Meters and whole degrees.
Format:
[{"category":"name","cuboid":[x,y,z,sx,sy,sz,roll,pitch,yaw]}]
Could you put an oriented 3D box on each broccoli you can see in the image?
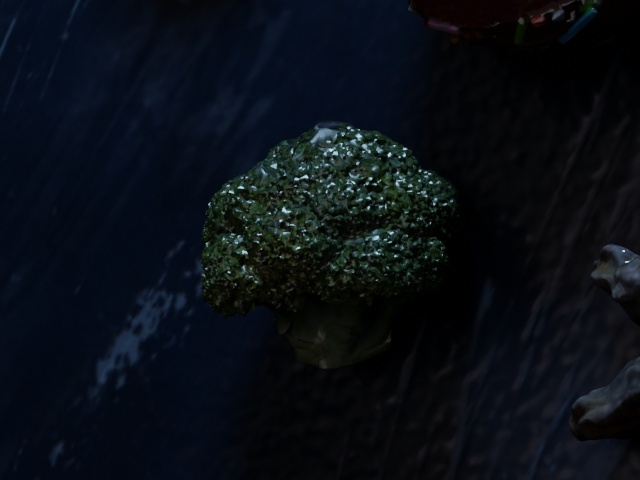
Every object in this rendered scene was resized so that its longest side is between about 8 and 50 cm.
[{"category":"broccoli","cuboid":[0.000,0.000,0.847,0.162,0.146,0.137,6,112,18]}]

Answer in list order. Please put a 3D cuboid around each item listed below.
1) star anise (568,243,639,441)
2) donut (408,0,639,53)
[{"category":"star anise","cuboid":[0.207,0.066,0.727,0.212,0.073,0.197,24,88,37]},{"category":"donut","cuboid":[0.136,-0.208,0.835,0.235,0.089,0.235,-8,74,30]}]
